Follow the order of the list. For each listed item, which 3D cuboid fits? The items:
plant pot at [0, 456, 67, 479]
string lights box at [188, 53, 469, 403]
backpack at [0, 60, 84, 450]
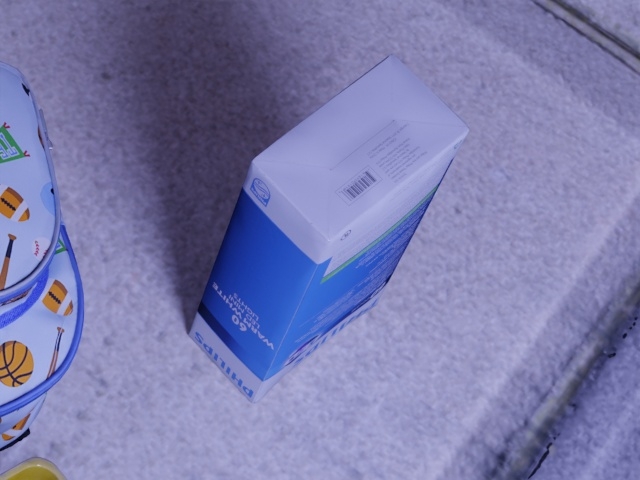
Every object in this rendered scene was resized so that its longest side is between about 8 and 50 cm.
[{"bbox_3d":[-0.209,0.294,1.169,0.212,0.187,0.212,-27,71,-39],"label":"plant pot"},{"bbox_3d":[0.000,0.000,1.346,0.133,0.259,0.077,-38,77,-28],"label":"string lights box"},{"bbox_3d":[-0.277,0.016,1.316,0.277,0.213,0.263,-12,76,-22],"label":"backpack"}]
